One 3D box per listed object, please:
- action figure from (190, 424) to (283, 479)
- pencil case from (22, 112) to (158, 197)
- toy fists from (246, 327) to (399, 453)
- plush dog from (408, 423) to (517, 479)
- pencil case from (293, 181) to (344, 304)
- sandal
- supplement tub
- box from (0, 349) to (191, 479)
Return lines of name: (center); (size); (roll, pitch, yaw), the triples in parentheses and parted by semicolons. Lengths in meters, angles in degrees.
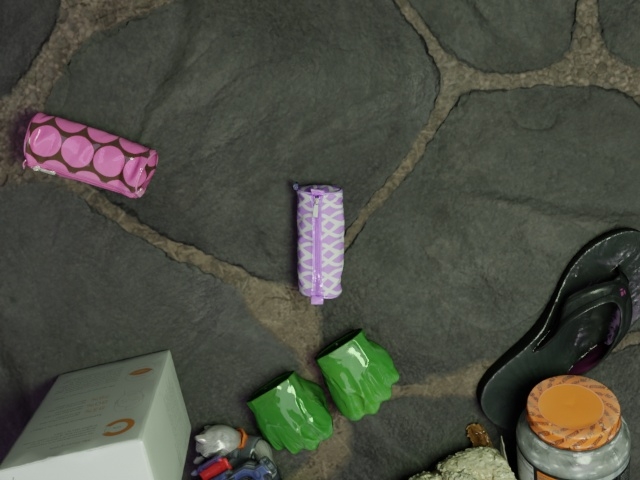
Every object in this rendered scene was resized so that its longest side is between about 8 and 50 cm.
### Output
action figure: (-0.140, 0.487, 1.406); (0.341, 0.178, 0.330); (-28, 99, 33)
pencil case: (-0.381, -0.135, 1.247); (0.209, 0.095, 0.098); (16, 66, -6)
toy fists: (0.009, 0.283, 1.373); (0.279, 0.096, 0.142); (-32, 93, 5)
plush dog: (0.239, 0.472, 1.390); (0.225, 0.262, 0.210); (-18, 70, -10)
pencil case: (0.000, 0.000, 1.309); (0.086, 0.088, 0.206); (-2, 104, -2)
sandal: (0.472, 0.181, 1.377); (0.167, 0.107, 0.446); (34, 99, -11)
supplement tub: (0.451, 0.408, 1.346); (0.193, 0.193, 0.316); (-11, 122, -2)
box: (-0.347, 0.337, 1.226); (0.215, 0.345, 0.168); (-13, 103, -1)
